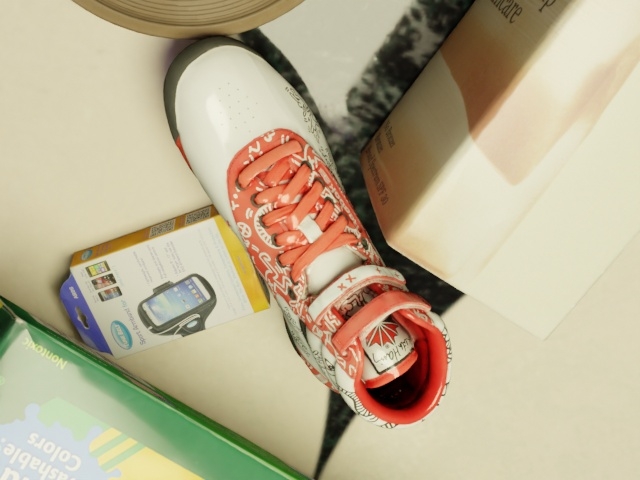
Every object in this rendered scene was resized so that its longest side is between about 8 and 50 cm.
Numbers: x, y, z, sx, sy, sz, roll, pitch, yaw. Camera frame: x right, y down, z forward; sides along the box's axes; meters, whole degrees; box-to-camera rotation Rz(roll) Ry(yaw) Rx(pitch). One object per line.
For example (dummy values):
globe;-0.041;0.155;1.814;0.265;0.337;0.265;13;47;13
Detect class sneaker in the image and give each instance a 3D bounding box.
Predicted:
sneaker;0.001;0.000;0.716;0.090;0.145;0.270;-32;119;-13

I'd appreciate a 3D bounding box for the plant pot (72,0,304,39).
plant pot;-0.078;-0.223;0.643;0.237;0.110;0.238;-2;114;-4

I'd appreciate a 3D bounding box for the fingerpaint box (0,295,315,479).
fingerpaint box;-0.126;0.306;0.758;0.444;0.163;0.371;35;81;-22

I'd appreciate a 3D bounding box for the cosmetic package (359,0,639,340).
cosmetic package;0.164;-0.108;0.689;0.129;0.153;0.296;32;107;-18

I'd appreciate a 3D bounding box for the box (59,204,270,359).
box;-0.112;0.031;0.802;0.136;0.028;0.081;-18;115;7
